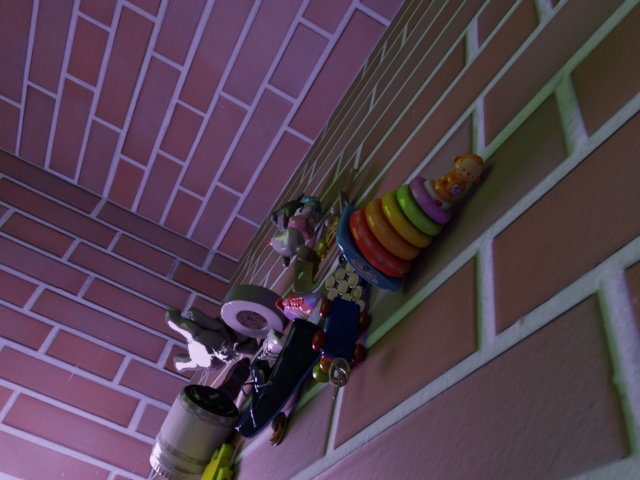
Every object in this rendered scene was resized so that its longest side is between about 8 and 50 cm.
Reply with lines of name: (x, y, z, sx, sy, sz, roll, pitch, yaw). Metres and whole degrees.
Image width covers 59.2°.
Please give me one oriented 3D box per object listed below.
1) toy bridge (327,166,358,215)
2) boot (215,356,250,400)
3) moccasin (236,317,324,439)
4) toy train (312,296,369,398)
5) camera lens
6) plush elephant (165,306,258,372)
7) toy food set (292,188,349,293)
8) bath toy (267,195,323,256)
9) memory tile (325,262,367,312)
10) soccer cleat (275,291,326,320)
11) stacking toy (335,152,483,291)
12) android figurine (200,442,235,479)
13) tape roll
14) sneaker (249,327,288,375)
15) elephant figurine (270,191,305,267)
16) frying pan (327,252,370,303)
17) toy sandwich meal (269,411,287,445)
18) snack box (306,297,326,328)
toy bridge: (0.081, -0.168, 1.983, 0.188, 0.026, 0.063, -63, 13, 4)
boot: (-0.330, 0.535, 2.123, 0.219, 0.082, 0.106, -51, 4, 11)
moccasin: (-0.117, 0.337, 1.422, 0.341, 0.117, 0.138, -54, 9, 2)
toy train: (0.021, 0.252, 1.173, 0.248, 0.105, 0.143, -76, 7, -46)
camera lens: (-0.416, 0.638, 1.879, 0.274, 0.220, 0.219, -63, 12, 1)
plush elephant: (-0.372, 0.342, 2.086, 0.255, 0.330, 0.271, -34, -58, -50)
toy food set: (0.000, 0.000, 1.800, 0.306, 0.093, 0.219, -59, 12, 20)
bath toy: (-0.090, -0.040, 2.074, 0.348, 0.129, 0.151, -59, -40, -60)
memory tile: (0.059, 0.126, 1.312, 0.113, 0.012, 0.147, -40, 43, 34)
soccer cleat: (-0.060, 0.188, 1.640, 0.083, 0.095, 0.248, -67, 12, -19)
stacking toy: (0.186, -0.056, 1.069, 0.302, 0.175, 0.165, -40, 16, 28)
android figurine: (-0.329, 0.747, 1.674, 0.248, 0.056, 0.272, -48, 18, 49)
tape roll: (-0.222, 0.243, 1.912, 0.219, 0.219, 0.072, -50, 18, 47)
sneaker: (-0.142, 0.346, 1.658, 0.152, 0.094, 0.235, -68, 12, -15)
elephant figurine: (-0.110, -0.043, 2.302, 0.170, 0.185, 0.239, -18, 35, 5)
frying pan: (0.076, 0.072, 1.449, 0.197, 0.053, 0.326, -54, 18, 35)
toy sandwich meal: (-0.109, 0.468, 1.403, 0.085, 0.029, 0.085, -58, 13, 21)
snack box: (-0.017, 0.236, 1.496, 0.141, 0.037, 0.100, -59, 14, 19)
